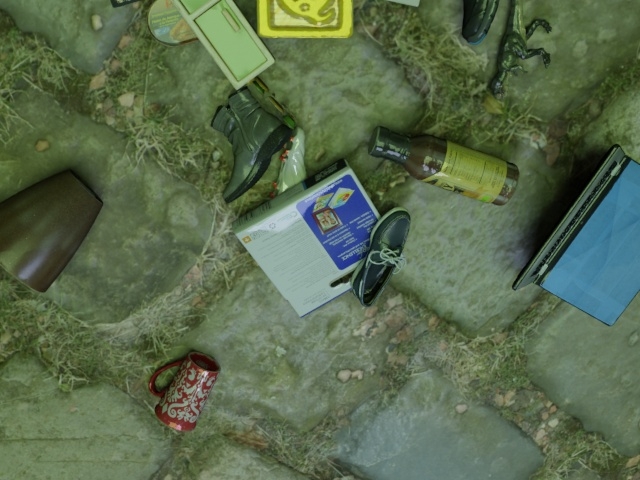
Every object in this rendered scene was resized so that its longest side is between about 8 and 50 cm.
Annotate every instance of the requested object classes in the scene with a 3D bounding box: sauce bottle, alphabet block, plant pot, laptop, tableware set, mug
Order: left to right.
[{"bbox_3d":[-0.600,-0.040,1.706,0.230,0.215,0.215,-43,108,-4],"label":"plant pot"},{"bbox_3d":[-0.339,0.363,1.912,0.150,0.113,0.169,26,102,-15],"label":"mug"},{"bbox_3d":[-0.110,-0.306,1.690,0.024,0.104,0.154,-41,107,11],"label":"tableware set"},{"bbox_3d":[-0.036,-0.515,1.570,0.193,0.197,0.193,-3,110,-4],"label":"alphabet block"},{"bbox_3d":[0.278,-0.177,1.770,0.344,0.111,0.112,18,108,-9],"label":"sauce bottle"},{"bbox_3d":[0.683,0.009,1.812,0.236,0.408,0.382,37,105,19],"label":"laptop"}]

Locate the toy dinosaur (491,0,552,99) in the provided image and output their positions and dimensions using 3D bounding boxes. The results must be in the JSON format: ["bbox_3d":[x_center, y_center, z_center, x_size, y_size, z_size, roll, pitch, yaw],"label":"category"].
[{"bbox_3d":[0.450,-0.441,1.715,0.118,0.064,0.268,4,106,0],"label":"toy dinosaur"}]

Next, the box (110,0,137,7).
[{"bbox_3d":[-0.342,-0.598,1.587,0.230,0.056,0.183,-14,111,0],"label":"box"}]

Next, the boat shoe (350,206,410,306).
[{"bbox_3d":[0.145,0.041,1.798,0.095,0.079,0.255,16,118,-27],"label":"boat shoe"}]

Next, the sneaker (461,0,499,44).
[{"bbox_3d":[0.321,-0.589,1.630,0.139,0.125,0.341,7,103,6],"label":"sneaker"}]

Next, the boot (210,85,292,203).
[{"bbox_3d":[-0.184,-0.215,1.737,0.161,0.083,0.246,42,118,3],"label":"boot"}]

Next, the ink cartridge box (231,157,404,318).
[{"bbox_3d":[0.000,0.000,1.818,0.303,0.072,0.307,-30,128,6],"label":"ink cartridge box"}]

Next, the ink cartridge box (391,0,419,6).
[{"bbox_3d":[0.143,-0.548,1.611,0.089,0.143,0.092,3,111,-25],"label":"ink cartridge box"}]

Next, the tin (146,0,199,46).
[{"bbox_3d":[-0.275,-0.480,1.648,0.189,0.040,0.106,-14,115,0],"label":"tin"}]

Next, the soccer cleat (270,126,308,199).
[{"bbox_3d":[-0.058,-0.165,1.770,0.076,0.068,0.196,9,115,-16],"label":"soccer cleat"}]

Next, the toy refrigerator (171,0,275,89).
[{"bbox_3d":[-0.210,-0.447,1.567,0.102,0.094,0.270,-34,106,7],"label":"toy refrigerator"}]
